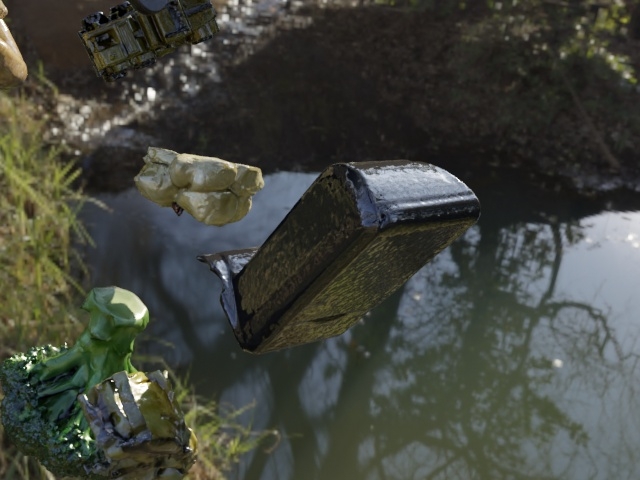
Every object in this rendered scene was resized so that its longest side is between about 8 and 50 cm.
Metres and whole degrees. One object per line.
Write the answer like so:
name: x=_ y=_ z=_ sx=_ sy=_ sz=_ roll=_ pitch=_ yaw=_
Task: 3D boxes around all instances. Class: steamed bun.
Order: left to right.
steamed bun: x=-0.196 y=-0.081 z=1.361 sx=0.177 sy=0.106 sz=0.192 roll=10 pitch=0 yaw=16

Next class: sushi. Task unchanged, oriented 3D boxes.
sushi: x=-0.236 y=0.239 z=1.122 sx=0.131 sy=0.291 sz=0.139 roll=-27 pitch=68 yaw=-3

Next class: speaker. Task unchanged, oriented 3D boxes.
speaker: x=0.000 y=0.000 z=1.114 sx=0.180 sy=0.388 sz=0.184 roll=-8 pitch=65 yaw=-39

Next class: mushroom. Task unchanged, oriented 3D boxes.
mushroom: x=-0.575 y=-0.338 z=1.486 sx=0.156 sy=0.151 sz=0.286 roll=-41 pitch=49 yaw=3

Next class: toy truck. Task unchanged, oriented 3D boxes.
toy truck: x=-0.316 y=-0.400 z=1.631 sx=0.257 sy=0.127 sz=0.127 roll=-27 pitch=17 yaw=-18

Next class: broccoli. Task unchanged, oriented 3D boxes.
broccoli: x=-0.342 y=0.232 z=1.327 sx=0.297 sy=0.297 sz=0.297 roll=21 pitch=21 yaw=-8

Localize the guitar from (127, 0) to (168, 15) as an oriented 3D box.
guitar: x=-0.367 y=-0.453 z=1.406 sx=0.271 sy=0.084 sz=0.038 roll=19 pitch=-5 yaw=-34
